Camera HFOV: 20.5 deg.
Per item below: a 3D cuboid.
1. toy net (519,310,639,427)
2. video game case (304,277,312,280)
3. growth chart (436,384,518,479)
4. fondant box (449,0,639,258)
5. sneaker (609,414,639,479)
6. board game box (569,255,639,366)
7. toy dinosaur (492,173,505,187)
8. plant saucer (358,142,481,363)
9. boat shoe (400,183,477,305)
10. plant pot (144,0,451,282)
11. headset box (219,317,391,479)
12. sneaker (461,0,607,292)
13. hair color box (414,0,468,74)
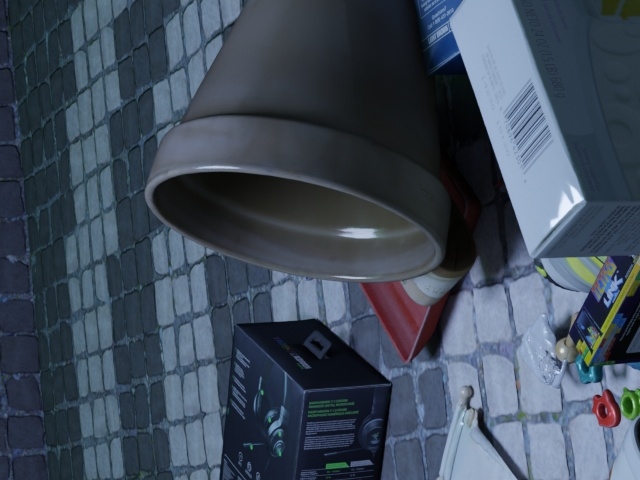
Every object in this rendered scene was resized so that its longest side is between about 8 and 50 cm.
[{"bbox_3d":[0.285,0.131,1.846,0.232,0.045,0.122,172,93,-66],"label":"toy net"},{"bbox_3d":[0.000,0.000,2.465,0.122,0.011,0.087,147,117,-61],"label":"video game case"},{"bbox_3d":[0.195,0.308,2.072,0.237,0.021,0.172,-123,39,-47],"label":"growth chart"},{"bbox_3d":[0.296,-0.112,1.462,0.096,0.330,0.238,-53,45,51],"label":"fondant box"},{"bbox_3d":[0.344,0.314,1.681,0.123,0.105,0.290,112,157,-47],"label":"sneaker"},{"bbox_3d":[0.325,0.039,1.634,0.048,0.141,0.170,63,145,39],"label":"board game box"},{"bbox_3d":[0.212,-0.105,1.942,0.082,0.090,0.047,50,-174,-30],"label":"toy dinosaur"},{"bbox_3d":[0.111,-0.025,2.190,0.258,0.047,0.259,61,143,43],"label":"plant saucer"},{"bbox_3d":[0.086,-0.066,2.066,0.098,0.109,0.302,-57,49,49],"label":"boat shoe"},{"bbox_3d":[0.000,-0.138,1.892,0.323,0.323,0.280,-24,50,63],"label":"plant pot"},{"bbox_3d":[-0.027,0.263,2.407,0.246,0.131,0.283,-144,56,-59],"label":"headset box"},{"bbox_3d":[0.257,-0.126,1.720,0.147,0.145,0.385,8,126,54],"label":"sneaker"},{"bbox_3d":[0.180,-0.353,1.865,0.105,0.173,0.347,-32,65,60],"label":"hair color box"}]
